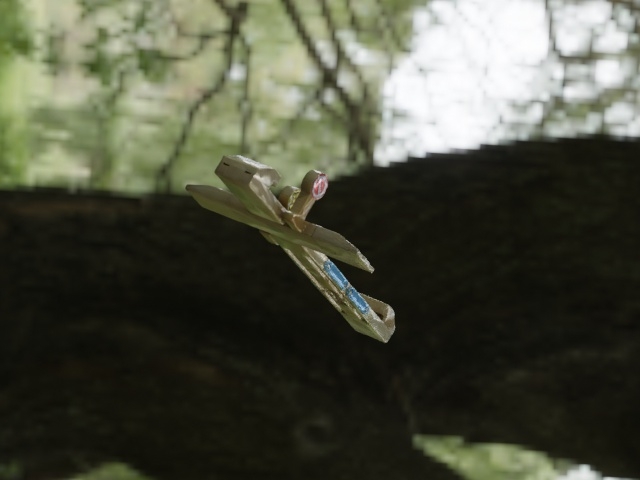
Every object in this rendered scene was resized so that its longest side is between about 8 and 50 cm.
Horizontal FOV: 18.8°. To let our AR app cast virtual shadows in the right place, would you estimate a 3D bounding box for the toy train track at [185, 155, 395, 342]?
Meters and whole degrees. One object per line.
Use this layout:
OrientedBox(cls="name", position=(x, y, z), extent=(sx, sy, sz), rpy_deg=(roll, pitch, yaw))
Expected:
OrientedBox(cls="toy train track", position=(0.000, 0.000, 0.436), extent=(0.014, 0.048, 0.083), rpy_deg=(-60, 147, -14))
